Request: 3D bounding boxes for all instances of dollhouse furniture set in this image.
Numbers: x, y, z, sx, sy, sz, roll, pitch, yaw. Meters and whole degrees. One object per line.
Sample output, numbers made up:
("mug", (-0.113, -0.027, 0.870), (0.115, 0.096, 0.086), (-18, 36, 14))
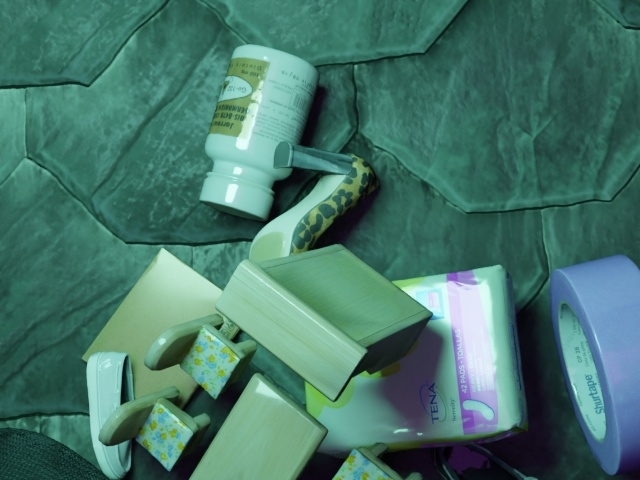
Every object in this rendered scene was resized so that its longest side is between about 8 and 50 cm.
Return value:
("dollhouse furniture set", (-0.063, 0.219, 1.252), (0.362, 0.256, 0.394), (37, 108, 17))

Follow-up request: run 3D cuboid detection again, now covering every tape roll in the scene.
("tape roll", (0.381, 0.160, 1.342), (0.090, 0.275, 0.274), (-14, 83, 0))

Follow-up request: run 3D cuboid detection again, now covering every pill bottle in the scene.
("pill bottle", (-0.093, -0.150, 1.471), (0.131, 0.131, 0.229), (16, 84, 4))

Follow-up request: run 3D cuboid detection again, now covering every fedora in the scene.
("fedora", (-0.392, 0.354, 1.388), (0.334, 0.334, 0.152), (23, 55, 5))

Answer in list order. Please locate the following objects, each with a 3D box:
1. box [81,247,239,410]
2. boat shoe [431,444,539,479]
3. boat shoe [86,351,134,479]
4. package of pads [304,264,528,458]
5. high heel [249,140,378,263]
("box", (-0.222, 0.136, 1.498), (0.164, 0.021, 0.201), (35, 86, 6))
("boat shoe", (0.261, 0.358, 1.422), (0.095, 0.079, 0.254), (-45, 83, -2))
("boat shoe", (-0.283, 0.247, 1.457), (0.063, 0.066, 0.184), (-7, 86, 14))
("package of pads", (0.122, 0.171, 1.399), (0.297, 0.101, 0.229), (-9, 75, 19))
("high heel", (0.000, 0.000, 1.453), (0.186, 0.093, 0.261), (9, 92, -41))
